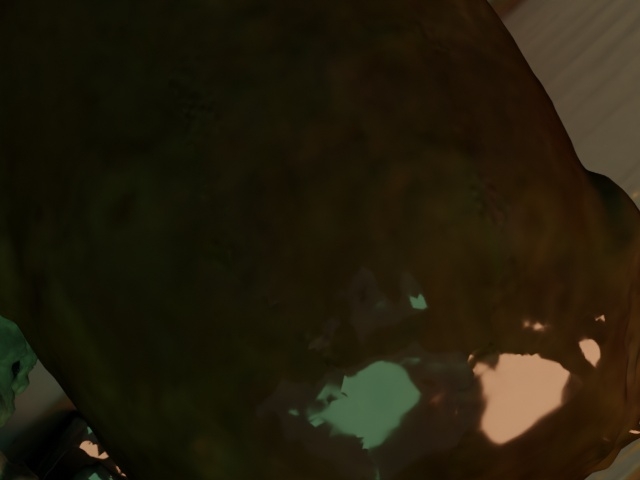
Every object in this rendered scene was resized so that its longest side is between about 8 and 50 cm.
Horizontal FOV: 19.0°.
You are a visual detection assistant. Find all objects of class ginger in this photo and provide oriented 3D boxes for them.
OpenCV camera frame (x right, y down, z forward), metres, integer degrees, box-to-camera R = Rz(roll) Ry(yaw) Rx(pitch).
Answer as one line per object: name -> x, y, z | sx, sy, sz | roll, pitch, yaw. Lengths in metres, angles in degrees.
ginger -> -0.003, 0.002, 0.669 | 0.200, 0.223, 0.269 | -39, 134, -3

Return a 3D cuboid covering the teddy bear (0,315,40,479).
teddy bear -> -0.167, 0.081, 0.757 | 0.133, 0.111, 0.213 | 23, 86, -40

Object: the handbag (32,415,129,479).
handbag -> -0.113, 0.226, 0.890 | 0.247, 0.079, 0.260 | -42, 126, 9
